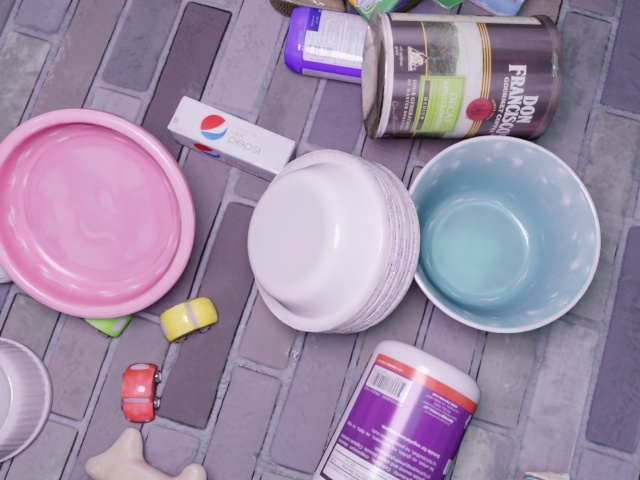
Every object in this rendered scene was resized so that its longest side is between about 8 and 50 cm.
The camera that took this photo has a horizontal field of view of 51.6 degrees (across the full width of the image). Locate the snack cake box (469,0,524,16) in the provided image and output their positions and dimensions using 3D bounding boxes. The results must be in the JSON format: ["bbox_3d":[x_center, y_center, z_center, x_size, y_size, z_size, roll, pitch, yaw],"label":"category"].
[{"bbox_3d":[0.290,-0.548,1.249,0.264,0.089,0.152,31,81,6],"label":"snack cake box"}]

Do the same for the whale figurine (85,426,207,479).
[{"bbox_3d":[-0.259,0.428,1.029,0.216,0.141,0.272,-40,57,-9],"label":"whale figurine"}]

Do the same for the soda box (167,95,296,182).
[{"bbox_3d":[-0.154,-0.174,1.169,0.216,0.074,0.069,22,79,4],"label":"soda box"}]

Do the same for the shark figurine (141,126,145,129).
[{"bbox_3d":[-0.400,-0.082,1.139,0.278,0.116,0.166,-27,46,-14],"label":"shark figurine"}]

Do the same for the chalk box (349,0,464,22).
[{"bbox_3d":[0.129,-0.498,1.131,0.289,0.179,0.180,50,45,0],"label":"chalk box"}]

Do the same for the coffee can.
[{"bbox_3d":[0.218,-0.264,1.076,0.275,0.201,0.202,-1,78,-6],"label":"coffee can"}]

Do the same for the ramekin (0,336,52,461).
[{"bbox_3d":[-0.549,0.255,1.055,0.207,0.109,0.207,0,79,-1],"label":"ramekin"}]

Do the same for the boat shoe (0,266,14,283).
[{"bbox_3d":[-0.624,-0.034,1.117,0.302,0.103,0.113,36,80,6],"label":"boat shoe"}]

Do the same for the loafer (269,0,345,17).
[{"bbox_3d":[-0.023,-0.446,1.242,0.148,0.056,0.050,12,77,-9],"label":"loafer"}]

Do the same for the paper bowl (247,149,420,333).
[{"bbox_3d":[0.000,0.000,1.025,0.284,0.148,0.284,-10,75,40],"label":"paper bowl"}]

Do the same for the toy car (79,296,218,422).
[{"bbox_3d":[-0.319,0.155,1.108,0.225,0.053,0.239,32,79,5],"label":"toy car"}]

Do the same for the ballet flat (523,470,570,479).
[{"bbox_3d":[0.405,0.409,1.075,0.168,0.057,0.052,31,52,2],"label":"ballet flat"}]

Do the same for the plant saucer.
[{"bbox_3d":[-0.355,-0.043,1.043,0.332,0.084,0.332,1,107,3],"label":"plant saucer"}]

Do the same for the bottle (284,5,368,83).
[{"bbox_3d":[0.080,-0.344,1.200,0.282,0.092,0.118,9,83,1],"label":"bottle"}]

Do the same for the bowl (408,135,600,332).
[{"bbox_3d":[0.277,0.001,1.095,0.311,0.163,0.312,0,79,-1],"label":"bowl"}]

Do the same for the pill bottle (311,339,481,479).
[{"bbox_3d":[0.104,0.328,1.014,0.181,0.181,0.323,27,80,5],"label":"pill bottle"}]
